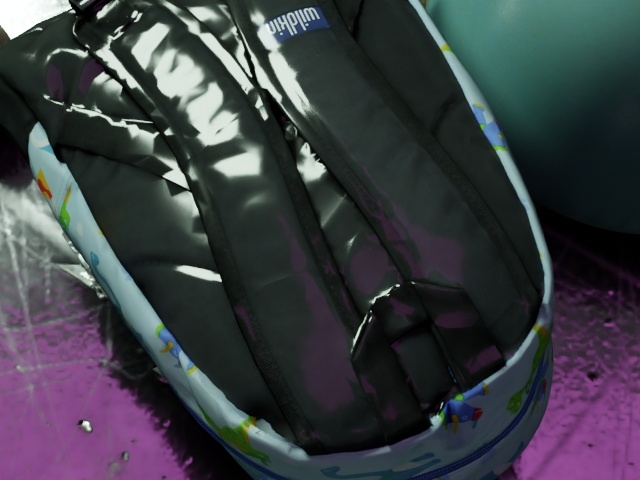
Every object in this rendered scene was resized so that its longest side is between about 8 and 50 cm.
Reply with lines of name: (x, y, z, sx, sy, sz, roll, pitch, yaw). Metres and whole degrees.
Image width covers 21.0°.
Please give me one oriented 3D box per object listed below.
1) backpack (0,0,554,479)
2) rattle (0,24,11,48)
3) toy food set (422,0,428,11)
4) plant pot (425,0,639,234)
backpack: (0.000, 0.000, 1.055, 0.290, 0.273, 0.355, -28, 48, -13)
rattle: (-0.282, -0.114, 1.110, 0.130, 0.200, 0.143, 27, 70, 11)
toy food set: (0.070, -0.206, 1.234, 0.192, 0.038, 0.132, 1, 67, 1)
plant pot: (0.230, -0.181, 1.100, 0.293, 0.235, 0.293, 2, 69, -6)
